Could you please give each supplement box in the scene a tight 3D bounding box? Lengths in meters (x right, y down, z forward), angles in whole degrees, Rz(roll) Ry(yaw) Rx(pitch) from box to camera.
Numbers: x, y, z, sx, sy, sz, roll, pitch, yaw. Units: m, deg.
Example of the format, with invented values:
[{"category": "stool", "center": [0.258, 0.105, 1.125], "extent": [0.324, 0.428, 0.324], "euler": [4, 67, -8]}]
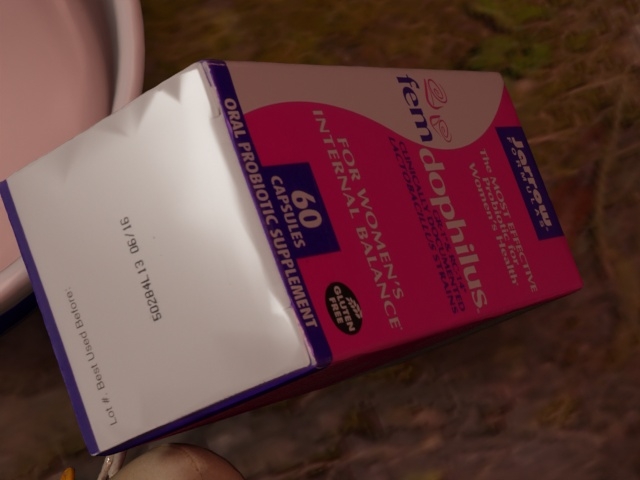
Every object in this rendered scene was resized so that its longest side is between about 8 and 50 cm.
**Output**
[{"category": "supplement box", "center": [0.000, 0.000, 0.558], "extent": [0.220, 0.114, 0.111], "euler": [-9, 76, -57]}]

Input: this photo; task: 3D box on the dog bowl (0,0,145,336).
[{"category": "dog bowl", "center": [-0.212, -0.072, 0.596], "extent": [0.265, 0.104, 0.265], "euler": [2, 78, -10]}]

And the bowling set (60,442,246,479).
[{"category": "bowling set", "center": [0.010, 0.214, 0.575], "extent": [0.200, 0.154, 0.287], "euler": [-4, 77, -30]}]
